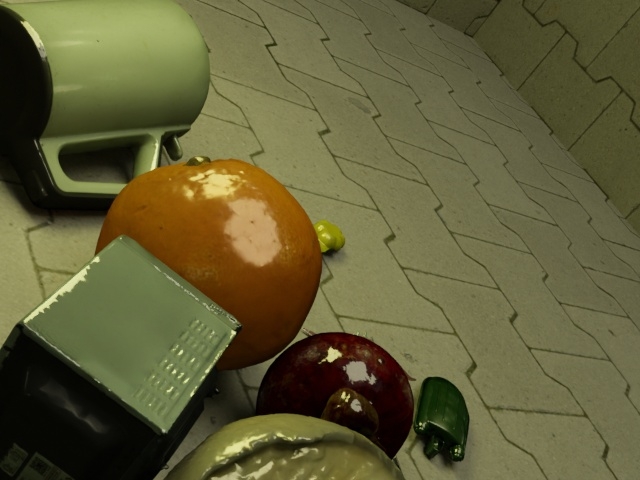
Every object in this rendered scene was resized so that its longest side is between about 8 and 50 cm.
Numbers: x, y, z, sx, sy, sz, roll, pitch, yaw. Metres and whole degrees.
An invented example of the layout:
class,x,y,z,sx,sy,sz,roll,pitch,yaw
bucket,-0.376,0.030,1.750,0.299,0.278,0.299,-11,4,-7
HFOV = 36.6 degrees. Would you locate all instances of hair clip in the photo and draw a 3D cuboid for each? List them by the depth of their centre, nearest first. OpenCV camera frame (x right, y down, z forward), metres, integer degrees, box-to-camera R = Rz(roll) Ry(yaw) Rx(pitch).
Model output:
class,x,y,z,sx,sy,sz,roll,pitch,yaw
hair clip,0.000,0.000,1.828,0.072,0.046,0.173,46,25,6

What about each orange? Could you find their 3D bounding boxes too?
class,x,y,z,sx,sy,sz,roll,pitch,yaw
orange,-0.149,0.032,1.308,0.312,0.312,0.312,30,28,-17

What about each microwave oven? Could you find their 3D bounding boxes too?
class,x,y,z,sx,sy,sz,roll,pitch,yaw
microwave oven,-0.239,0.184,0.958,0.181,0.295,0.237,38,26,-3

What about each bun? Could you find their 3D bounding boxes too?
class,x,y,z,sx,sy,sz,roll,pitch,yaw
bun,-0.065,0.350,0.957,0.364,0.202,0.364,5,82,-40

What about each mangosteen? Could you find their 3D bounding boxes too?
class,x,y,z,sx,sy,sz,roll,pitch,yaw
mangosteen,0.015,0.241,1.271,0.215,0.215,0.257,34,23,-9

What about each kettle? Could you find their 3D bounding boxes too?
class,x,y,z,sx,sy,sz,roll,pitch,yaw
kettle,-0.367,-0.217,1.549,0.376,0.250,0.361,-22,92,-58

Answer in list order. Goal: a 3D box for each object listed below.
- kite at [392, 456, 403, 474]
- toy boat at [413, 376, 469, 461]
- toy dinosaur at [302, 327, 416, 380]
class,x,y,z,sx,sy,sz,roll,pitch,yaw
kite,0.098,0.392,1.278,0.250,0.012,0.229,44,37,-49
toy boat,0.206,0.291,1.626,0.104,0.052,0.210,34,25,-4
toy dinosaur,0.066,0.190,1.629,0.220,0.032,0.108,24,32,-8
